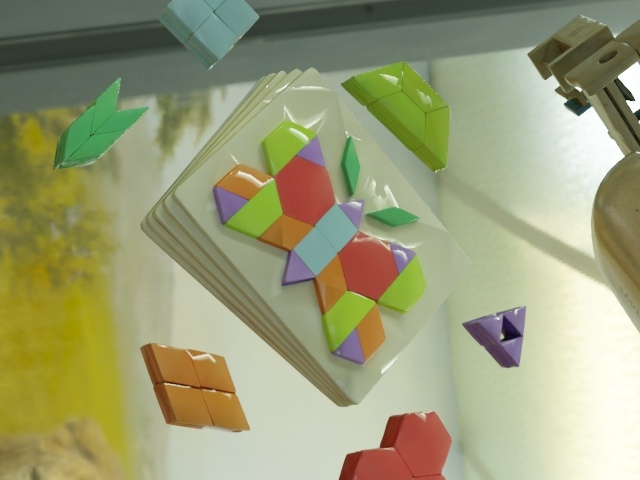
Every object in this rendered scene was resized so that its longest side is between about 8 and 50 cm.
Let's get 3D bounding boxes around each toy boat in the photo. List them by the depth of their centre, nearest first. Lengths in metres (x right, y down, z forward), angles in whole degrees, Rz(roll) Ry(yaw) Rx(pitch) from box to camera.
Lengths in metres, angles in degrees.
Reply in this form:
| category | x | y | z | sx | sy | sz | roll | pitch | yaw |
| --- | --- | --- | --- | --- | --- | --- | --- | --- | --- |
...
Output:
| category | x | y | z | sx | sy | sz | roll | pitch | yaw |
| --- | --- | --- | --- | --- | --- | --- | --- | --- | --- |
| toy boat | 0.322 | 0.010 | 0.847 | 0.267 | 0.148 | 0.318 | 62 | -1 | 28 |

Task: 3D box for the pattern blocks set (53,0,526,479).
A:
| category | x | y | z | sx | sy | sz | roll | pitch | yaw |
| --- | --- | --- | --- | --- | --- | --- | --- | --- | --- |
| pattern blocks set | 0.000 | 0.000 | 0.667 | 0.026 | 0.325 | 0.285 | -24 | -145 | 57 |

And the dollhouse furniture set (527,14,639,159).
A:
| category | x | y | z | sx | sy | sz | roll | pitch | yaw |
| --- | --- | --- | --- | --- | --- | --- | --- | --- | --- |
| dollhouse furniture set | 0.331 | -0.170 | 1.159 | 0.129 | 0.129 | 0.184 | 52 | 6 | -20 |
